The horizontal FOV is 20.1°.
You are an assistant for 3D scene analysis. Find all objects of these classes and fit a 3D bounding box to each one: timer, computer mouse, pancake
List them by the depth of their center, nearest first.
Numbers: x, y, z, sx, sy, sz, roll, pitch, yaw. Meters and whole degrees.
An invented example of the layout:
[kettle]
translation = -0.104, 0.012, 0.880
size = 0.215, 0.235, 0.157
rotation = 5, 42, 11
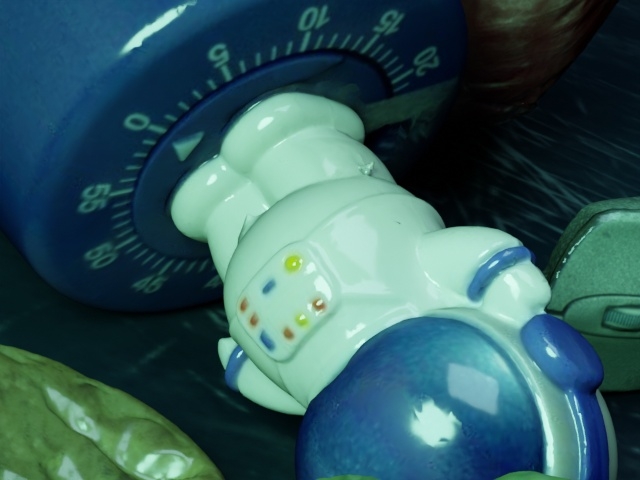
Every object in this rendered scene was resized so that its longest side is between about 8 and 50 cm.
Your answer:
[pancake]
translation = -0.138, 0.114, 0.732
size = 0.242, 0.050, 0.242
rotation = 21, 21, -9
[timer]
translation = 0.000, 0.000, 0.830
size = 0.270, 0.270, 0.383
rotation = -9, 52, -37
[computer mouse]
translation = 0.198, 0.027, 0.990
size = 0.229, 0.113, 0.068
rotation = -10, 31, -39

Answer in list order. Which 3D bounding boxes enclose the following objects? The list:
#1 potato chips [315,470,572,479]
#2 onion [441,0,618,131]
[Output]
[potato chips]
translation = -0.022, 0.224, 0.437
size = 0.373, 0.097, 0.389
rotation = 10, 47, 27
[onion]
translation = 0.105, -0.243, 1.127
size = 0.285, 0.347, 0.347
rotation = -6, 38, -13
